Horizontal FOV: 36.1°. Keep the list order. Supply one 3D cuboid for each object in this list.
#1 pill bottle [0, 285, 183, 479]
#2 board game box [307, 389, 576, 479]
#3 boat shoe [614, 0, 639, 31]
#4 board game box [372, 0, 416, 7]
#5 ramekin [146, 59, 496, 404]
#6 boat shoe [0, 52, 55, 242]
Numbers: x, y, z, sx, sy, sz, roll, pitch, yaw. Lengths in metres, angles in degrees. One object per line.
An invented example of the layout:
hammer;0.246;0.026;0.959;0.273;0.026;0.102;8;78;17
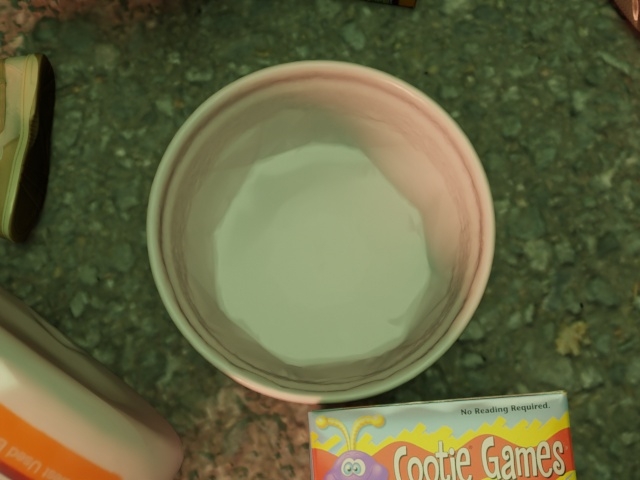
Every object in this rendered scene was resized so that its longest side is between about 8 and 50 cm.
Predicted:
pill bottle;-0.277;0.204;0.529;0.224;0.224;0.392;37;81;7
board game box;0.073;0.231;0.563;0.142;0.144;0.275;-5;80;-1
boat shoe;0.328;-0.156;0.663;0.324;0.123;0.116;42;48;16
board game box;0.013;-0.263;0.705;0.141;0.048;0.170;9;80;3
ramekin;0.000;0.000;0.625;0.207;0.109;0.207;0;80;-1
boat shoe;-0.212;-0.063;0.670;0.045;0.050;0.135;1;69;4
